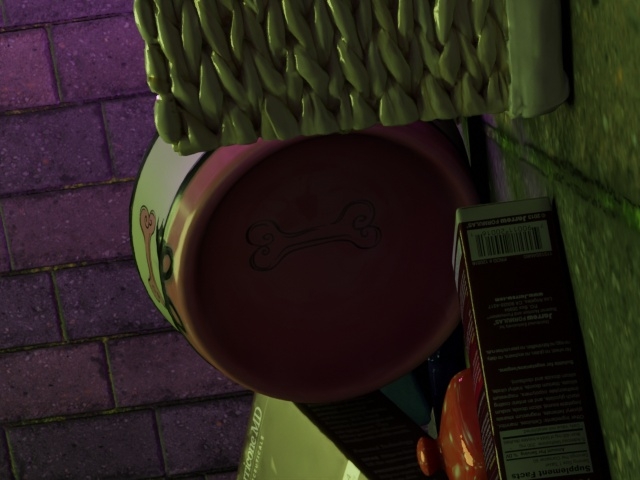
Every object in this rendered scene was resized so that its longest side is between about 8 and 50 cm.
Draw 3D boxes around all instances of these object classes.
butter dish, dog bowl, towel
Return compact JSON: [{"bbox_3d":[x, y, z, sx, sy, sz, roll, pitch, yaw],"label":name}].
[{"bbox_3d":[0.144,0.184,0.971,0.160,0.118,0.160,-95,-4,-46],"label":"butter dish"},{"bbox_3d":[0.000,0.000,1.217,0.150,0.408,0.408,-119,18,-60],"label":"dog bowl"},{"bbox_3d":[0.190,0.182,1.491,0.227,0.076,0.308,-36,-62,-80],"label":"towel"}]

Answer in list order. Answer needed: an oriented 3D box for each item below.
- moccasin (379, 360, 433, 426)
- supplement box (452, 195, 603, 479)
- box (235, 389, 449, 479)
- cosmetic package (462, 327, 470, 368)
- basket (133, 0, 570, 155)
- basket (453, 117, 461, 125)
[{"bbox_3d":[0.073,0.118,1.485,0.117,0.138,0.342,-80,-18,-45],"label":"moccasin"},{"bbox_3d":[0.150,0.103,0.814,0.130,0.073,0.239,74,-171,-71],"label":"supplement box"},{"bbox_3d":[0.057,0.310,1.279,0.381,0.143,0.191,38,122,50],"label":"box"},{"bbox_3d":[0.180,0.109,1.205,0.115,0.041,0.060,79,-177,-60],"label":"cosmetic package"},{"bbox_3d":[0.003,-0.259,0.786,0.331,0.266,0.328,-91,-9,-71],"label":"basket"},{"bbox_3d":[0.106,-0.214,1.284,0.103,0.113,0.167,-102,2,-52],"label":"basket"}]
